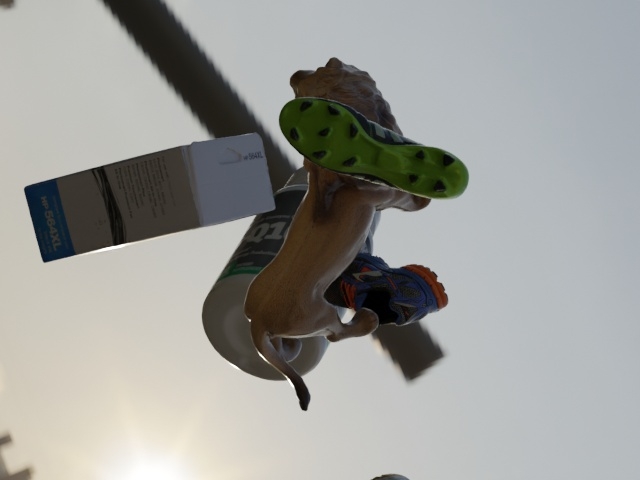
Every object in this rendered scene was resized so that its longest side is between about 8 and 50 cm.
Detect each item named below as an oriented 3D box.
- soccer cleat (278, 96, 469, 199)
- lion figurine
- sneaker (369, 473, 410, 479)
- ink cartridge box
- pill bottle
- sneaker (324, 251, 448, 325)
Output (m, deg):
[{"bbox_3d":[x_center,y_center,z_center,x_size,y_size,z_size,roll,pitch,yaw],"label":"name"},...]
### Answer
[{"bbox_3d":[0.047,-0.075,1.361,0.179,0.060,0.072,22,-4,11],"label":"soccer cleat"},{"bbox_3d":[0.000,0.000,1.753,0.142,0.240,0.392,16,-93,27],"label":"lion figurine"},{"bbox_3d":[0.078,0.471,2.084,0.131,0.112,0.296,33,-67,61],"label":"sneaker"},{"bbox_3d":[-0.171,-0.044,1.558,0.203,0.148,0.086,-11,-87,30],"label":"ink cartridge box"},{"bbox_3d":[-0.035,0.039,2.469,0.204,0.361,0.204,11,-51,15],"label":"pill bottle"},{"bbox_3d":[0.068,0.071,2.075,0.221,0.087,0.083,1,-62,52],"label":"sneaker"}]
